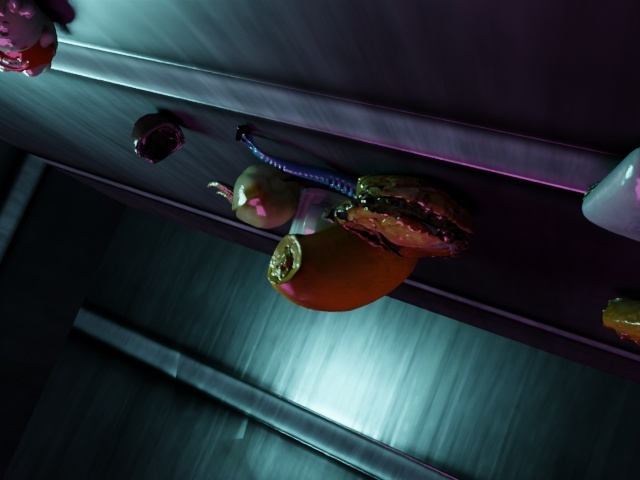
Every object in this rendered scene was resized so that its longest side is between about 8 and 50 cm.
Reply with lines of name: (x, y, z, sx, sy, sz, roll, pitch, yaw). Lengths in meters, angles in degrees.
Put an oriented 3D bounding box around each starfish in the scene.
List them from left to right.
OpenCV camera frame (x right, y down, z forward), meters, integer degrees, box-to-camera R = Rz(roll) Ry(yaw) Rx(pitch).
starfish: (-0.216, -0.099, 1.800, 0.213, 0.057, 0.238, 37, 164, -36)

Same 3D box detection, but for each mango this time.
mango: (0.056, 0.040, 1.237, 0.359, 0.187, 0.144, -20, -155, -34)

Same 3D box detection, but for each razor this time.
razor: (-0.036, -0.133, 1.158, 0.253, 0.042, 0.082, 22, 171, -9)

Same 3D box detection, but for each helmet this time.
helmet: (-0.327, -0.210, 1.273, 0.070, 0.098, 0.123, 52, 179, 21)

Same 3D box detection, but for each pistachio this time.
pistachio: (-0.113, -0.087, 1.326, 0.144, 0.144, 0.215, 22, 170, 0)

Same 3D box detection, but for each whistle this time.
whistle: (-0.443, -0.300, 0.942, 0.102, 0.106, 0.253, 39, 170, -4)

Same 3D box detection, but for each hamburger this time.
hamburger: (0.141, -0.041, 1.082, 0.231, 0.106, 0.231, 23, 168, 5)

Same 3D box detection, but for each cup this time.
cup: (-0.009, -0.001, 1.379, 0.167, 0.202, 0.221, 10, 166, 43)

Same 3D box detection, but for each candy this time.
candy: (0.370, -0.028, 0.653, 0.174, 0.071, 0.138, 21, 160, 5)

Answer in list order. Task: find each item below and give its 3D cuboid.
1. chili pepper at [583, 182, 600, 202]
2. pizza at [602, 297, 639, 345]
chili pepper: (0.356, -0.043, 0.742, 0.118, 0.035, 0.055, 11, 151, 36)
pizza: (0.755, 0.227, 1.131, 0.406, 0.130, 0.440, 31, 169, -35)
